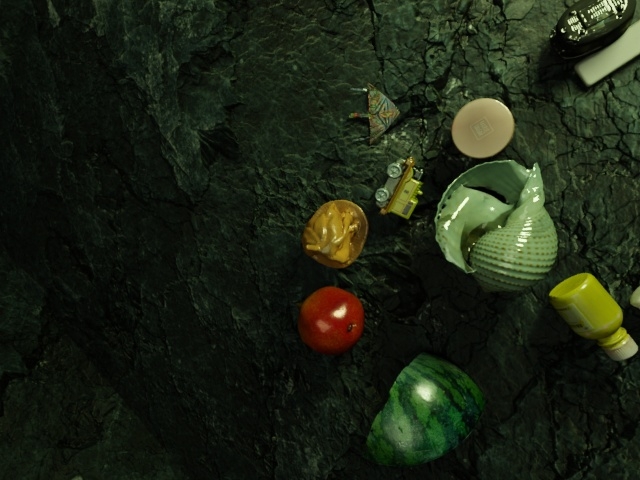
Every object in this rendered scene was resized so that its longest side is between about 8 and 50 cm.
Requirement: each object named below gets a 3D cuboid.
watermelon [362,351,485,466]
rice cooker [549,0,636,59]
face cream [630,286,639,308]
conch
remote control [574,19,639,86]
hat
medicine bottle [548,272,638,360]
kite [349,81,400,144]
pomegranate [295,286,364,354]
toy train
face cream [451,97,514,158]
[{"bbox_3d":[0.284,0.487,1.230,0.319,0.292,0.222,-16,98,37],"label":"watermelon"},{"bbox_3d":[0.617,-0.492,0.930,0.165,0.106,0.112,-26,75,21],"label":"rice cooker"},{"bbox_3d":[0.887,0.193,0.968,0.269,0.082,0.082,28,112,19],"label":"face cream"},{"bbox_3d":[0.452,-0.030,1.063,0.303,0.215,0.319,19,78,16],"label":"conch"},{"bbox_3d":[0.725,-0.461,0.933,0.261,0.029,0.067,-35,84,30],"label":"remote control"},{"bbox_3d":[0.000,0.000,1.275,0.244,0.233,0.233,2,101,25],"label":"hat"},{"bbox_3d":[0.699,0.199,1.038,0.122,0.122,0.212,-41,83,28],"label":"medicine bottle"},{"bbox_3d":[0.163,-0.383,1.235,0.160,0.010,0.182,2,106,22],"label":"kite"},{"bbox_3d":[0.024,0.256,1.343,0.257,0.221,0.220,25,114,48],"label":"pomegranate"},{"bbox_3d":[0.240,-0.154,1.208,0.127,0.089,0.219,28,112,7],"label":"toy train"},{"bbox_3d":[0.426,-0.291,1.072,0.149,0.104,0.149,6,104,25],"label":"face cream"}]
